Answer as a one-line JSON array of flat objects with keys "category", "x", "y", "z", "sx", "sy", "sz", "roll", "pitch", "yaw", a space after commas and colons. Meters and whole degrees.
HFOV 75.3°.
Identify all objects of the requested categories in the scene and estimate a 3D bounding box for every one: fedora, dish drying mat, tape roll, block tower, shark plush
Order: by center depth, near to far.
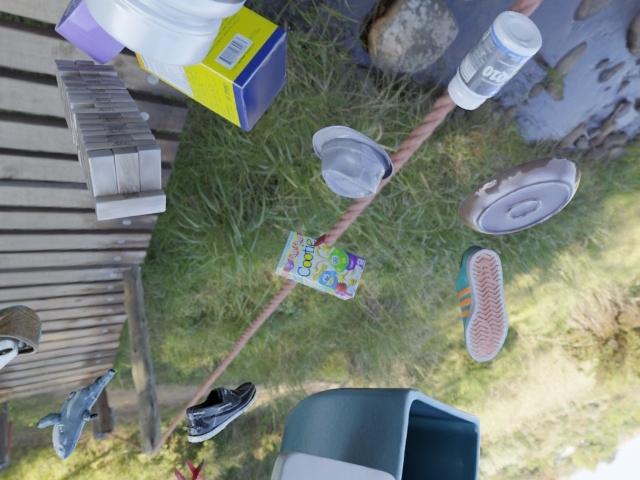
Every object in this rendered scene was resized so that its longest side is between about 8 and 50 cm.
[{"category": "block tower", "x": -0.331, "y": -0.172, "z": 0.638, "sx": 0.090, "sy": 0.335, "sz": 0.097, "roll": -13, "pitch": 138, "yaw": -32}, {"category": "tape roll", "x": -0.351, "y": -0.399, "z": 0.697, "sx": 0.189, "sy": 0.189, "sz": 0.080, "roll": -35, "pitch": 136, "yaw": 17}, {"category": "shark plush", "x": -0.422, "y": 0.307, "z": 0.754, "sx": 0.161, "sy": 0.067, "sz": 0.073, "roll": -48, "pitch": 147, "yaw": -16}, {"category": "dish drying mat", "x": 0.000, "y": 0.000, "z": 1.126, "sx": 0.032, "sy": 0.008, "sz": 0.083, "roll": -27, "pitch": -170, "yaw": 11}, {"category": "fedora", "x": 0.089, "y": -0.216, "z": 1.270, "sx": 0.243, "sy": 0.124, "sz": 0.275, "roll": -2, "pitch": 155, "yaw": 45}]

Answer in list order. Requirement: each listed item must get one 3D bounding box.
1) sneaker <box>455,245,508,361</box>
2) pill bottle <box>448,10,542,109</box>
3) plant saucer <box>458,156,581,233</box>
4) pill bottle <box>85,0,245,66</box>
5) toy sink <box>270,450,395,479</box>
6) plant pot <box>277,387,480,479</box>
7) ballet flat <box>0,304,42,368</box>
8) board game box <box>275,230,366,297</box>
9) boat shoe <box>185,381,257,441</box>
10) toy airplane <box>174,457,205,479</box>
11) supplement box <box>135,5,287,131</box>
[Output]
[{"category": "sneaker", "x": 0.425, "y": 0.163, "z": 1.109, "sx": 0.108, "sy": 0.302, "sz": 0.121, "roll": -2, "pitch": -173, "yaw": 2}, {"category": "pill bottle", "x": 0.265, "y": -0.274, "z": 0.648, "sx": 0.078, "sy": 0.078, "sz": 0.137, "roll": -13, "pitch": 163, "yaw": -21}, {"category": "plant saucer", "x": 0.520, "y": -0.098, "z": 1.079, "sx": 0.310, "sy": 0.050, "sz": 0.311, "roll": -8, "pitch": 150, "yaw": -4}, {"category": "pill bottle", "x": -0.146, "y": -0.408, "z": 0.485, "sx": 0.204, "sy": 0.204, "sz": 0.361, "roll": 3, "pitch": 145, "yaw": -41}, {"category": "toy sink", "x": -0.036, "y": 0.338, "z": 0.410, "sx": 0.152, "sy": 0.234, "sz": 0.131, "roll": 28, "pitch": 151, "yaw": -28}, {"category": "plant pot", "x": 0.066, "y": 0.358, "z": 0.624, "sx": 0.252, "sy": 0.248, "sz": 0.247, "roll": -8, "pitch": 148, "yaw": 40}, {"category": "ballet flat", "x": -0.691, "y": 0.224, "z": 0.742, "sx": 0.342, "sy": 0.124, "sz": 0.116, "roll": -16, "pitch": 142, "yaw": -41}, {"category": "board game box", "x": -0.004, "y": 0.091, "z": 1.454, "sx": 0.275, "sy": 0.144, "sz": 0.142, "roll": 21, "pitch": 167, "yaw": -5}, {"category": "boat shoe", "x": -0.229, "y": 0.386, "z": 0.993, "sx": 0.084, "sy": 0.079, "sz": 0.233, "roll": -18, "pitch": 178, "yaw": 25}, {"category": "toy airplane", "x": -0.283, "y": 0.545, "z": 0.921, "sx": 0.028, "sy": 0.151, "sz": 0.151, "roll": -30, "pitch": 151, "yaw": 3}, {"category": "supplement box", "x": -0.282, "y": -0.479, "z": 1.045, "sx": 0.195, "sy": 0.356, "sz": 0.194, "roll": -57, "pitch": 176, "yaw": -16}]
